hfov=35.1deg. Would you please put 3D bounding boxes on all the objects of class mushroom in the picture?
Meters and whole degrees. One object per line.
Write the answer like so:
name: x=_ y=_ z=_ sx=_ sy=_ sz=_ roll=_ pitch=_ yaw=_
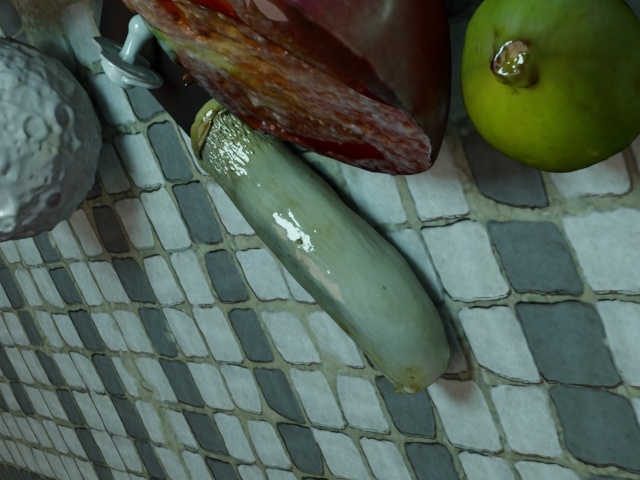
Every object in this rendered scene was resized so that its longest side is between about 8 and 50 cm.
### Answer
mushroom: x=0.000 y=0.000 z=0.991 sx=0.351 sy=0.095 sz=0.123 roll=51 pitch=165 yaw=13

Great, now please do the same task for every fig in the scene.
fig: x=0.156 y=-0.115 z=0.680 sx=0.136 sy=0.121 sz=0.153 roll=21 pitch=154 yaw=35

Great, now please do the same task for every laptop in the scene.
laptop: x=-0.166 y=-0.211 z=1.093 sx=0.207 sy=0.026 sz=0.154 roll=49 pitch=147 yaw=16

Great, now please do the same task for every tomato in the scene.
tomato: x=-0.010 y=-0.194 z=0.784 sx=0.308 sy=0.170 sz=0.309 roll=27 pitch=170 yaw=5

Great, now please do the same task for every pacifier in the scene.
pacifier: x=-0.195 y=-0.201 z=1.067 sx=0.078 sy=0.081 sz=0.099 roll=-60 pitch=36 yaw=18

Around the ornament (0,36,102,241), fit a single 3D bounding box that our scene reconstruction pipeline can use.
ornament: x=-0.392 y=-0.129 z=1.254 sx=0.259 sy=0.225 sz=0.259 roll=46 pitch=172 yaw=9
